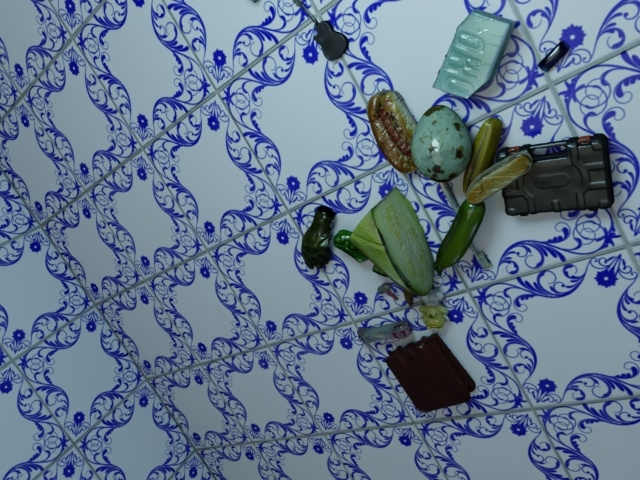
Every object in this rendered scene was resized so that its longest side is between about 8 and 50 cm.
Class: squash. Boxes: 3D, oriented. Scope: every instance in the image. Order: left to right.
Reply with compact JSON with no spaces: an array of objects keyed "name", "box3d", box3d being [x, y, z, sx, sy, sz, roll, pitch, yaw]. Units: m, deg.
[{"name":"squash","box3d":[0.265,0.027,1.756,0.309,0.233,0.210,41,132,7]},{"name":"squash","box3d":[0.422,-0.001,1.707,0.087,0.087,0.331,31,134,13]}]

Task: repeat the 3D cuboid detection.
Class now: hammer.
[{"name":"hammer","box3d":[0.248,0.188,1.994,0.083,0.031,0.052,39,133,-7]}]

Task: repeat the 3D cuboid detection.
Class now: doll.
[{"name":"doll","box3d":[0.387,0.234,1.911,0.106,0.062,0.163,-1,114,26]}]

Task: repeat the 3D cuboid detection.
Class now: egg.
[{"name":"egg","box3d":[0.341,-0.277,1.570,0.169,0.169,0.231,-15,70,36]}]

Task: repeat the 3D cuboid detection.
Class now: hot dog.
[{"name":"hot dog","box3d":[0.229,-0.328,1.680,0.144,0.075,0.268,-22,106,35]}]

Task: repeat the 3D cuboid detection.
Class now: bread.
[{"name":"bread","box3d":[0.492,-0.179,1.535,0.073,0.053,0.214,43,128,-12]}]

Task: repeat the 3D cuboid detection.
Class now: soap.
[{"name":"soap","box3d":[0.402,-0.487,1.476,0.145,0.091,0.231,26,126,16]}]

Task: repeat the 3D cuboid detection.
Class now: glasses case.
[{"name":"glasses case","box3d":[0.463,-0.238,1.586,0.064,0.079,0.234,28,128,27]},{"name":"glasses case","box3d":[0.595,-0.468,1.412,0.033,0.023,0.083,45,130,4]}]

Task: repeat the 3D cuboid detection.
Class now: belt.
[{"name":"belt","box3d":[0.232,0.346,2.062,0.232,0.071,0.053,-17,113,37]}]

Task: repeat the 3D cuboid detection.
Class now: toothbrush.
[{"name":"toothbrush","box3d":[0.440,-0.071,1.728,0.037,0.028,0.375,-24,103,32]}]

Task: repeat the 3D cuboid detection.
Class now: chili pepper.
[{"name":"chili pepper","box3d":[0.162,0.036,1.926,0.253,0.083,0.099,31,129,7]}]

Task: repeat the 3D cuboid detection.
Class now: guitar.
[{"name":"guitar","box3d":[-0.009,-0.651,1.673,0.233,0.025,0.088,49,131,-2]}]

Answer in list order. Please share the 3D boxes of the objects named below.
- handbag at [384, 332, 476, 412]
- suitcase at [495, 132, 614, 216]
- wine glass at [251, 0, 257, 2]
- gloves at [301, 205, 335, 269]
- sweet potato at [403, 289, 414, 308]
[{"name":"handbag","box3d":[0.401,0.493,2.041,0.260,0.084,0.275,-30,98,42]},{"name":"suitcase","box3d":[0.642,-0.174,1.523,0.285,0.066,0.206,-4,114,33]},{"name":"wine glass","box3d":[-0.158,-0.826,1.641,0.074,0.074,0.262,44,131,3]},{"name":"gloves","box3d":[-0.011,-0.001,1.998,0.135,0.107,0.268,46,140,42]},{"name":"sweet potato","box3d":[0.315,0.150,1.905,0.060,0.068,0.206,-6,123,-13]}]
